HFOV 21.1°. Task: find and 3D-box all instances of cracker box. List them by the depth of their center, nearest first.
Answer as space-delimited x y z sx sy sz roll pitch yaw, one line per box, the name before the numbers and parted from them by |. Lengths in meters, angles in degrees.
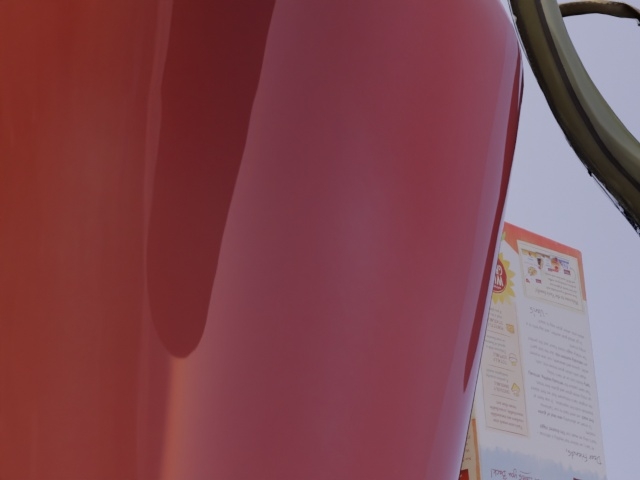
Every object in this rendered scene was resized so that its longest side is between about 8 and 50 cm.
cracker box | 0.141 0.104 1.316 0.067 0.156 0.232 -24 -121 39

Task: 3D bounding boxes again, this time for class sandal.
sandal | 0.182 -0.050 0.897 0.302 0.086 0.120 57 8 0

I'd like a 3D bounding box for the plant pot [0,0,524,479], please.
plant pot | -0.059 0.037 0.633 0.275 0.275 0.243 112 -16 -59
